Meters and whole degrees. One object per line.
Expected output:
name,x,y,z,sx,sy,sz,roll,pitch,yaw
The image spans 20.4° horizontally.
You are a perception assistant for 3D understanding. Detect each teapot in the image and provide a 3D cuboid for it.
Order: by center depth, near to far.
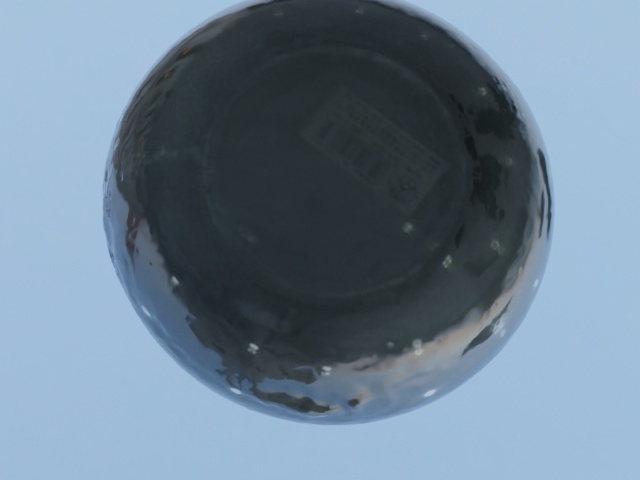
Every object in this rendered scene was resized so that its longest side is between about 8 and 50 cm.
teapot,0.000,0.000,0.793,0.183,0.251,0.183,1,-102,-3
